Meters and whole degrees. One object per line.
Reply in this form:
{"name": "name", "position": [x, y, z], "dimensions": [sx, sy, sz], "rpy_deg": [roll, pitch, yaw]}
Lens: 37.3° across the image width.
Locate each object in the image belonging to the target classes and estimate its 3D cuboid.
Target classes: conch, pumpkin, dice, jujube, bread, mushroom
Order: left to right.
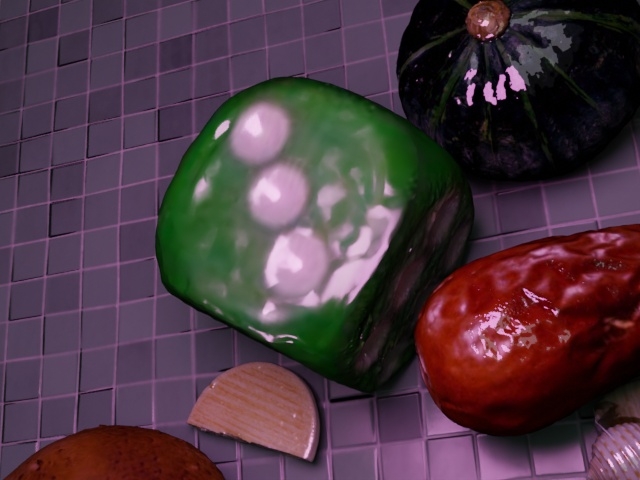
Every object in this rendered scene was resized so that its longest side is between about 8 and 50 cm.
{"name": "mushroom", "position": [-0.236, 0.404, 1.151], "dimensions": [0.331, 0.356, 0.334], "rpy_deg": [-42, 25, 4]}
{"name": "bread", "position": [-0.075, 0.216, 1.247], "dimensions": [0.193, 0.036, 0.112], "rpy_deg": [10, 69, 26]}
{"name": "dice", "position": [0.000, 0.000, 1.160], "dimensions": [0.300, 0.287, 0.297], "rpy_deg": [24, 79, 27]}
{"name": "pumpkin", "position": [0.245, -0.227, 1.188], "dimensions": [0.315, 0.238, 0.315], "rpy_deg": [-7, 72, 21]}
{"name": "jujube", "position": [0.262, 0.096, 1.064], "dimensions": [0.318, 0.223, 0.223], "rpy_deg": [-22, 64, 3]}
{"name": "conch", "position": [0.361, 0.225, 1.048], "dimensions": [0.153, 0.102, 0.135], "rpy_deg": [-11, 52, -21]}
